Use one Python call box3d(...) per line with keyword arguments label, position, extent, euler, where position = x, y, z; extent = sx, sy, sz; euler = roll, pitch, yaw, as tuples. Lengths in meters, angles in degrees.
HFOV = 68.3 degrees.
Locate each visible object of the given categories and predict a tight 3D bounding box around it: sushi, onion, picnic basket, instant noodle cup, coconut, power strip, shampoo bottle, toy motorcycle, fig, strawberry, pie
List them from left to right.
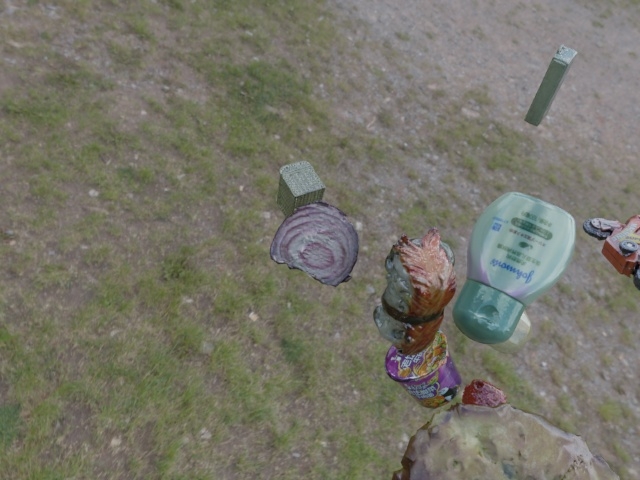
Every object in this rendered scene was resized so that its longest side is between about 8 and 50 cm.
box3d(label="picnic basket", position=(-0.085, -0.184, 1.787), extent=(0.134, 0.196, 0.154), euler=(-21, 64, -20))
box3d(label="onion", position=(0.000, 0.000, 1.714), extent=(0.314, 0.280, 0.146), euler=(29, 10, -7))
box3d(label="sushi", position=(0.189, 0.121, 0.978), extent=(0.124, 0.332, 0.130), euler=(-18, 49, -25))
box3d(label="instant noodle cup", position=(0.386, 0.472, 1.717), extent=(0.190, 0.251, 0.251), euler=(55, 41, -23))
box3d(label="fig", position=(0.471, 0.043, 1.864), extent=(0.117, 0.117, 0.177), euler=(-44, 128, -44))
box3d(label="strawberry", position=(0.483, 0.478, 1.392), extent=(0.131, 0.148, 0.131), euler=(-10, 53, 13))
box3d(label="coconut", position=(0.700, 0.324, 1.796), extent=(0.224, 0.224, 0.224), euler=(16, 50, -20))
box3d(label="shampoo bottle", position=(0.431, 0.075, 1.098), extent=(0.222, 0.151, 0.349), euler=(27, 89, 13))
box3d(label="pie", position=(0.240, 0.362, 0.582), extent=(0.288, 0.103, 0.354), euler=(-42, 86, -6))
box3d(label="power strip", position=(0.697, -0.464, 1.436), extent=(0.052, 0.272, 0.078), euler=(34, 63, 20))
box3d(label="toy motorcycle", position=(0.781, 0.026, 1.149), extent=(0.171, 0.089, 0.298), euler=(-4, 38, -6))
